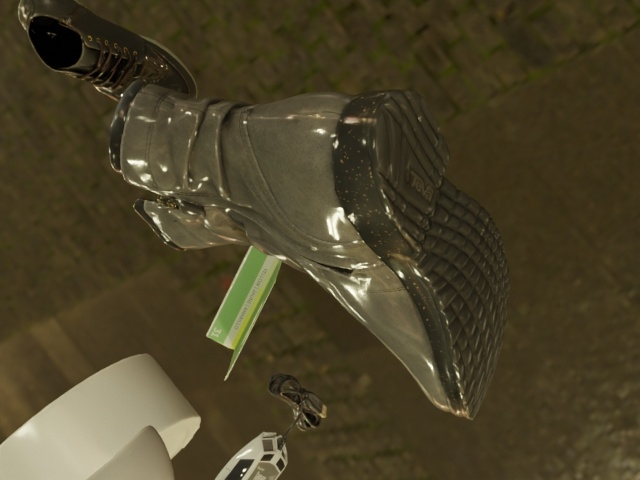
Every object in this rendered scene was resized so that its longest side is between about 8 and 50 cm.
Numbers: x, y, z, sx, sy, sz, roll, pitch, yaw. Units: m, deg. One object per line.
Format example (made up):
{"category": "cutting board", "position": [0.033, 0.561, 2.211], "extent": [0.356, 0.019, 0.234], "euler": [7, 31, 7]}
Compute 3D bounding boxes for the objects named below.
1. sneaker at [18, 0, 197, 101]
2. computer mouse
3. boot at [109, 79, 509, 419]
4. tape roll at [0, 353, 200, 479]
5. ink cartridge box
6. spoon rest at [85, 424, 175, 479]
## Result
{"category": "sneaker", "position": [-0.230, -0.187, 1.770], "extent": [0.222, 0.083, 0.118], "euler": [29, -164, -20]}
{"category": "computer mouse", "position": [-0.071, 0.235, 1.760], "extent": [0.042, 0.193, 0.106], "euler": [32, 174, 33]}
{"category": "boot", "position": [0.000, 0.000, 1.179], "extent": [0.223, 0.118, 0.338], "euler": [5, 142, 27]}
{"category": "tape roll", "position": [-0.278, 0.258, 1.913], "extent": [0.100, 0.286, 0.286], "euler": [50, 157, 12]}
{"category": "ink cartridge box", "position": [-0.106, 0.080, 2.338], "extent": [0.056, 0.171, 0.235], "euler": [27, -162, -1]}
{"category": "spoon rest", "position": [-0.143, 0.183, 0.869], "extent": [0.084, 0.137, 0.276], "euler": [32, -163, -3]}
